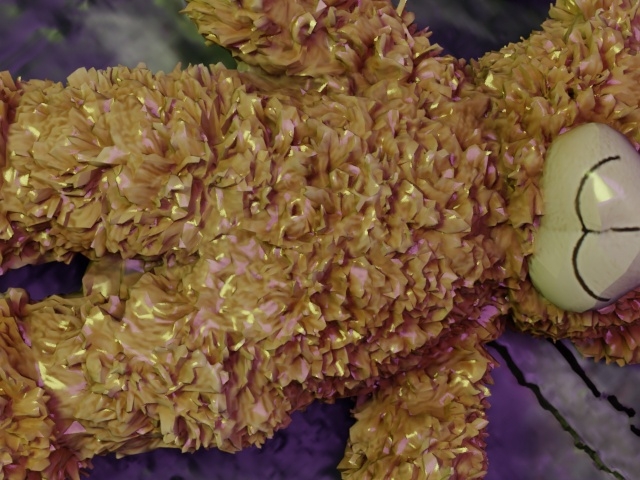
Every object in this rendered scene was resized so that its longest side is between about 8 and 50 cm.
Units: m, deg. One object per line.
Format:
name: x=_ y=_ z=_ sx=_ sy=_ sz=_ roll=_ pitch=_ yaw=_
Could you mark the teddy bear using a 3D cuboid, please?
teddy bear: x=0.000 y=0.000 z=0.659 sx=0.338 sy=0.113 sz=0.245 roll=9 pitch=81 yaw=-11
